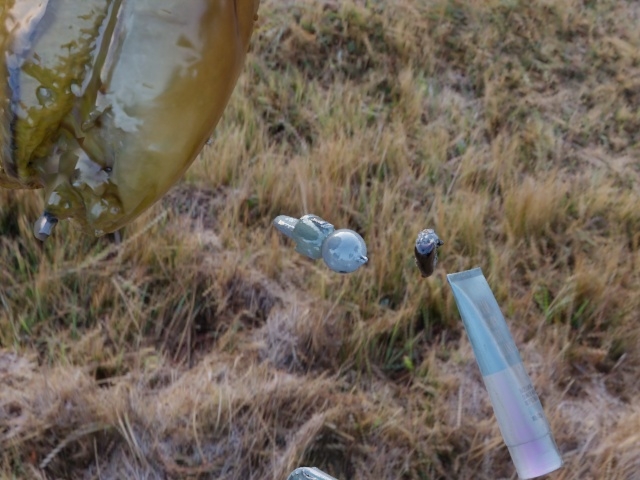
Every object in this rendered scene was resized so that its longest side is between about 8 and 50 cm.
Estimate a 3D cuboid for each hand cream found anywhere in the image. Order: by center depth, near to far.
[{"bbox_3d":[0.272,0.187,1.289,0.111,0.070,0.312,-10,79,-53],"label":"hand cream"}]

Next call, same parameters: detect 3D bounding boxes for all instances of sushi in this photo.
[{"bbox_3d":[0.169,0.025,1.367,0.044,0.083,0.046,3,51,13],"label":"sushi"}]

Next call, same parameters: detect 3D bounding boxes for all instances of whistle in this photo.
[{"bbox_3d":[0.000,0.000,0.683,0.035,0.035,0.100,-37,42,-28],"label":"whistle"}]

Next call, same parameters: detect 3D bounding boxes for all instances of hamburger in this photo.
[{"bbox_3d":[-0.148,-0.153,0.593,0.170,0.290,0.314,11,88,-24],"label":"hamburger"}]

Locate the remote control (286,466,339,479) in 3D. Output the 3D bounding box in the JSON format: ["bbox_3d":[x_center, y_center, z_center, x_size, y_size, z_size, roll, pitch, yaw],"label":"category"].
[{"bbox_3d":[0.033,0.461,1.473,0.247,0.104,0.052,17,7,43],"label":"remote control"}]
